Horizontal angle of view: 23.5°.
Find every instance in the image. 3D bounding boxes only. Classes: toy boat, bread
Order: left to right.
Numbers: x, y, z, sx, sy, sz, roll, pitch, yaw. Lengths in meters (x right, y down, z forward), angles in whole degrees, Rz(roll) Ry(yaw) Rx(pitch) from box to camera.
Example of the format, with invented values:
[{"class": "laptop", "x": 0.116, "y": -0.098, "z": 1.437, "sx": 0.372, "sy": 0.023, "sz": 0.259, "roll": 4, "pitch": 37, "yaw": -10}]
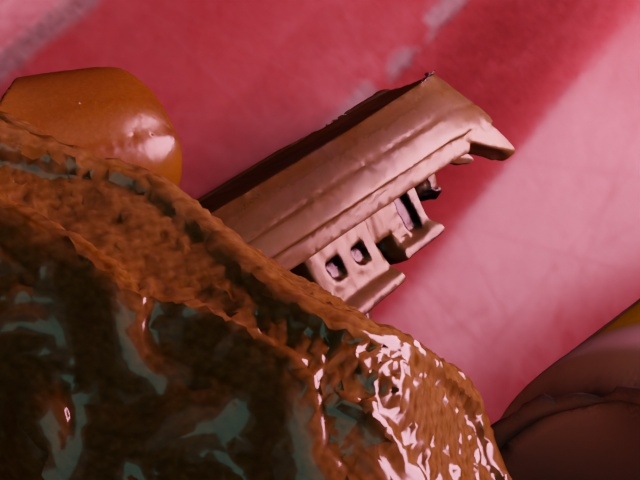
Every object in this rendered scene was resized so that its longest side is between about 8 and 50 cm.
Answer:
[{"class": "bread", "x": -0.099, "y": -0.030, "z": 0.536, "sx": 0.103, "sy": 0.049, "sz": 0.062, "roll": -11, "pitch": 74, "yaw": -37}, {"class": "toy boat", "x": 0.000, "y": 0.000, "z": 0.577, "sx": 0.206, "sy": 0.064, "sz": 0.072, "roll": -32, "pitch": 102, "yaw": -37}]

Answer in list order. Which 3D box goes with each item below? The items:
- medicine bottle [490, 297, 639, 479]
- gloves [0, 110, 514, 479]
[{"class": "medicine bottle", "x": 0.247, "y": 0.062, "z": 0.605, "sx": 0.378, "sy": 0.213, "sz": 0.213, "roll": -31, "pitch": 86, "yaw": -39}, {"class": "gloves", "x": -0.032, "y": 0.108, "z": 0.433, "sx": 0.356, "sy": 0.155, "sz": 0.203, "roll": 40, "pitch": 81, "yaw": -16}]
